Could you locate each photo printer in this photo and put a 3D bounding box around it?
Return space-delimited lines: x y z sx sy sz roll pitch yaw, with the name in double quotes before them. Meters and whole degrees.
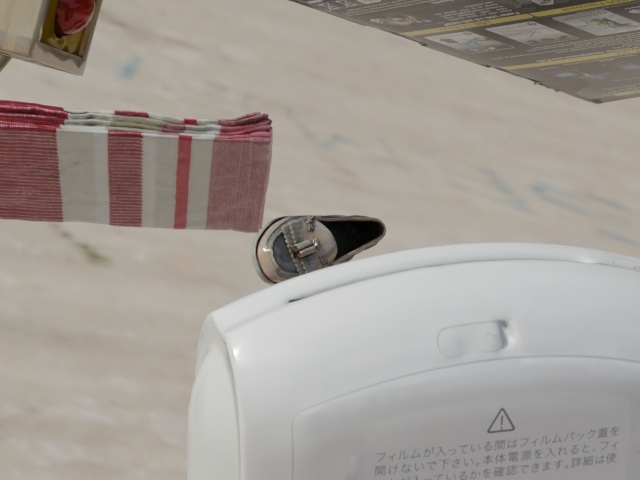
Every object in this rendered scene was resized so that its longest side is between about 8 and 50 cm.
"photo printer" 0.061 0.150 0.900 0.256 0.307 0.107 -5 21 -16

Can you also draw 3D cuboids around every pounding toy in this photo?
"pounding toy" -0.184 -0.152 1.238 0.094 0.181 0.206 15 2 8

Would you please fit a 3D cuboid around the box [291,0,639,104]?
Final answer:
"box" 0.222 -0.175 1.128 0.318 0.097 0.395 14 -14 -41

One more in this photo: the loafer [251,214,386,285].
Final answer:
"loafer" 0.000 0.000 1.245 0.039 0.045 0.125 -18 -1 30

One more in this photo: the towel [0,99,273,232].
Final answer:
"towel" -0.216 -0.072 1.928 0.329 0.037 0.237 3 -24 -4
